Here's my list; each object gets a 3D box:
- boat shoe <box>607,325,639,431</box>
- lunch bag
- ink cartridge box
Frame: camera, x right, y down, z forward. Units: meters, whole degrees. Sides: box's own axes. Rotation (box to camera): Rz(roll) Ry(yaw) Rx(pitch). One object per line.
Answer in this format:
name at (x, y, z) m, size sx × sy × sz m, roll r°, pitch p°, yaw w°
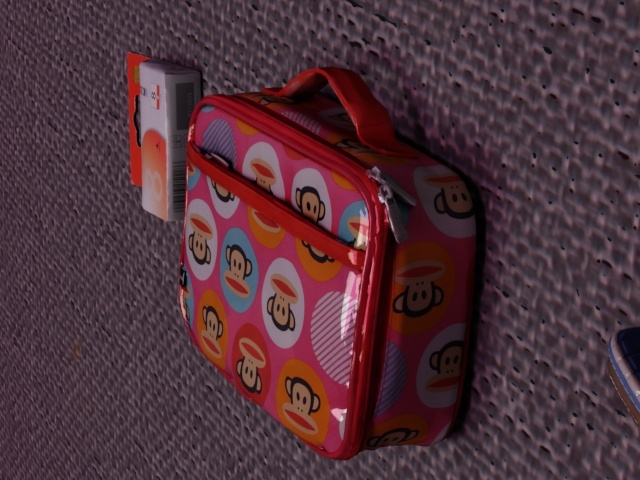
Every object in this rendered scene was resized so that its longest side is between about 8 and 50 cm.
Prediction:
boat shoe at (0.209, 0.125, 0.799) m, size 0.183 × 0.066 × 0.066 m, roll 57°, pitch 145°, yaw 38°
lunch bag at (0.000, 0.000, 1.110) m, size 0.293 × 0.120 × 0.258 m, roll 32°, pitch 121°, yaw 53°
ink cartridge box at (-0.171, -0.108, 1.465) m, size 0.179 × 0.045 × 0.145 m, roll 22°, pitch 116°, yaw 55°
